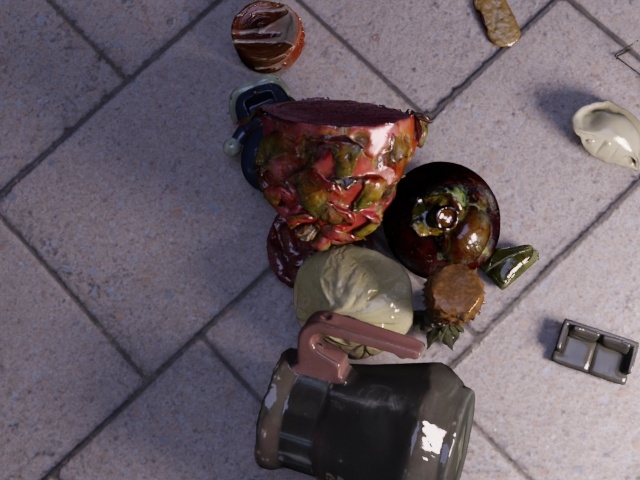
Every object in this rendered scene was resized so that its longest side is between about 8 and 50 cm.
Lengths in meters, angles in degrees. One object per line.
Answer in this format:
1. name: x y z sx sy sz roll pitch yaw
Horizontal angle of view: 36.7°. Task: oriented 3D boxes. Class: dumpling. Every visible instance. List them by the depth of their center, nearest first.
1. dumpling: 0.587 -0.227 1.936 0.169 0.100 0.134 20 63 9

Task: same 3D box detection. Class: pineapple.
1. pineapple: 0.237 0.119 1.777 0.119 0.277 0.130 13 72 5

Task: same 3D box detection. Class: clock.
1. clock: -0.103 -0.207 1.978 0.199 0.146 0.243 -19 66 -2

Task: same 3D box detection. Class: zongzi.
1. zongzi: 0.360 0.025 1.913 0.109 0.055 0.119 -39 63 -8

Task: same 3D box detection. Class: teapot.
1. teapot: 0.076 0.311 1.715 0.361 0.376 0.305 12 32 16

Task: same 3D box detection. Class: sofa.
1. sofa: 0.523 0.212 1.837 0.147 0.060 0.085 19 78 10

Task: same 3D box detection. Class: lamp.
1. lamp: 0.666 -0.350 1.995 0.054 0.041 0.121 -34 77 5

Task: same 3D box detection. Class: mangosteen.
1. mangosteen: 0.229 -0.046 1.820 0.231 0.289 0.231 -1 78 7

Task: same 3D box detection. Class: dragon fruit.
1. dragon fruit: 0.025 -0.119 1.800 0.314 0.296 0.263 14 112 35

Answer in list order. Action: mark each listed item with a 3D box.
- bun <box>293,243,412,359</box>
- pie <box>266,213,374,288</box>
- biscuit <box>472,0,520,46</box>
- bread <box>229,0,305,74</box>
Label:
1. bun: 0.052 0.119 1.816 0.243 0.153 0.244 10 115 23
2. pie: 0.000 0.000 1.954 0.218 0.054 0.205 -2 74 7
3. biscuit: 0.377 -0.478 2.066 0.071 0.018 0.147 -20 72 -3
4. bread: -0.111 -0.437 2.075 0.160 0.073 0.161 -2 71 6
